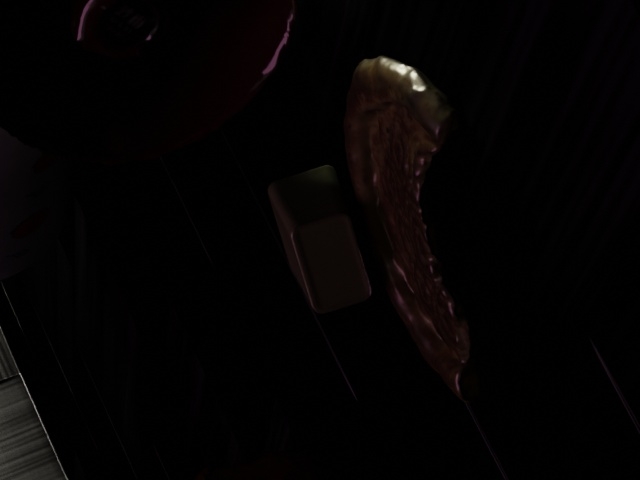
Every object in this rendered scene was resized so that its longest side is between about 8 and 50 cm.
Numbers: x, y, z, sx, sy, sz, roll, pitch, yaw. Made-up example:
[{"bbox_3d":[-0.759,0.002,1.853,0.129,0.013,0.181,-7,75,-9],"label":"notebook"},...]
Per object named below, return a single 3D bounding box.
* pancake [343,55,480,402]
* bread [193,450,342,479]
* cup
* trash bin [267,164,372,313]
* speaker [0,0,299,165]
[{"bbox_3d":[0.054,-0.005,1.042,0.190,0.020,0.184,69,163,-1],"label":"pancake"},{"bbox_3d":[-0.014,0.271,1.403,0.247,0.135,0.232,59,162,30],"label":"bread"},{"bbox_3d":[-0.320,-0.110,1.795,0.212,0.212,0.317,64,162,15],"label":"cup"},{"bbox_3d":[0.000,0.000,1.137,0.092,0.043,0.061,-110,3,-73],"label":"trash bin"},{"bbox_3d":[-0.166,-0.176,1.229,0.329,0.198,0.259,-123,42,-50],"label":"speaker"}]
